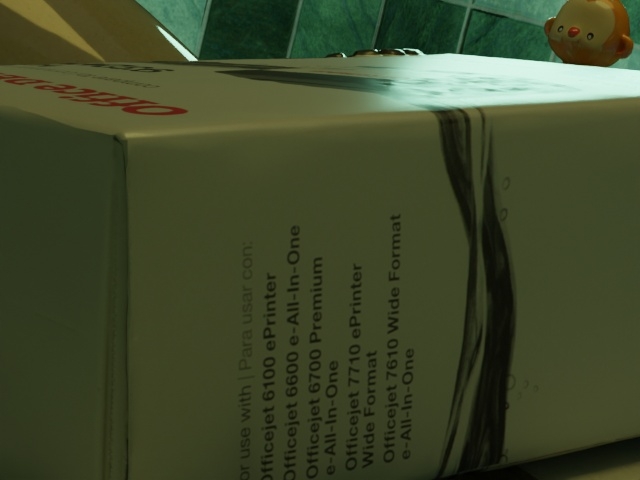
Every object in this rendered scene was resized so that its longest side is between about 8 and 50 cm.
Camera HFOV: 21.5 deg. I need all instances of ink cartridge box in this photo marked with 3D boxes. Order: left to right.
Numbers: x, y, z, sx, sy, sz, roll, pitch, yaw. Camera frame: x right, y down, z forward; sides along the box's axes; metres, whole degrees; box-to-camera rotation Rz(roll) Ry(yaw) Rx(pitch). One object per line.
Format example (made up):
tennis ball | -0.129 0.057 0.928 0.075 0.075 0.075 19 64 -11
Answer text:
ink cartridge box | 0.000 0.000 0.634 0.307 0.129 0.223 -6 13 -36

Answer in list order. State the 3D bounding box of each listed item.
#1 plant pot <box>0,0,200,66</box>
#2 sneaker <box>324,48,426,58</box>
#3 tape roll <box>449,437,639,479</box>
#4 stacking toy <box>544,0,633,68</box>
plant pot | -0.122 -0.015 0.994 0.274 0.256 0.256 31 10 0
sneaker | -0.054 -0.010 1.132 0.330 0.147 0.129 -22 -9 37
tape roll | -0.023 0.118 0.551 0.392 0.072 0.392 1 11 0
stacking toy | 0.145 -0.017 1.103 0.175 0.302 0.165 23 13 40
